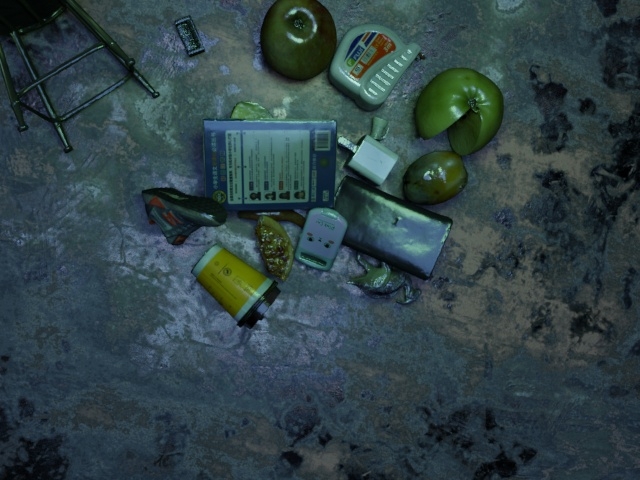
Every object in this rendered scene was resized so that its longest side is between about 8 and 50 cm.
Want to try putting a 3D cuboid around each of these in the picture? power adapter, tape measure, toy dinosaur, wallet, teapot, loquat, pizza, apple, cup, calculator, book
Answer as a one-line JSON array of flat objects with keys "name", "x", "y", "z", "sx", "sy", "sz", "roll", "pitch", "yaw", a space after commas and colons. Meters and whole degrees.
[{"name": "power adapter", "x": 0.139, "y": -0.287, "z": 1.912, "sx": 0.204, "sy": 0.130, "sz": 0.125, "roll": 32, "pitch": 89, "yaw": -7}, {"name": "tape measure", "x": 0.174, "y": -0.587, "z": 1.902, "sx": 0.265, "sy": 0.130, "sz": 0.258, "roll": 36, "pitch": 86, "yaw": -3}, {"name": "toy dinosaur", "x": 0.230, "y": 0.129, "z": 1.975, "sx": 0.294, "sy": 0.077, "sz": 0.162, "roll": 13, "pitch": 85, "yaw": -10}, {"name": "wallet", "x": 0.220, "y": -0.045, "z": 1.921, "sx": 0.405, "sy": 0.062, "sz": 0.229, "roll": 24, "pitch": 91, "yaw": 8}, {"name": "teapot", "x": 0.200, "y": -0.379, "z": 1.953, "sx": 0.067, "sy": 0.057, "sz": 0.083, "roll": 19, "pitch": 98, "yaw": -5}, {"name": "loquat", "x": 0.386, "y": -0.208, "z": 1.925, "sx": 0.227, "sy": 0.179, "sz": 0.179, "roll": -26, "pitch": 97, "yaw": 8}, {"name": "pizza", "x": -0.152, "y": 0.029, "z": 1.907, "sx": 0.127, "sy": 0.058, "sz": 0.247, "roll": -9, "pitch": 107, "yaw": -13}, {"name": "apple", "x": 0.461, "y": -0.425, "z": 1.884, "sx": 0.291, "sy": 0.254, "sz": 0.292, "roll": 0, "pitch": 89, "yaw": -10}, {"name": "cup", "x": -0.278, "y": 0.147, "z": 1.865, "sx": 0.279, "sy": 0.196, "sz": 0.196, "roll": 40, "pitch": 88, "yaw": 1}, {"name": "calculator", "x": 0.000, "y": 0.000, "z": 1.906, "sx": 0.141, "sy": 0.045, "sz": 0.246, "roll": 23, "pitch": 120, "yaw": 2}, {"name": "book", "x": -0.160, "y": -0.240, "z": 1.827, "sx": 0.427, "sy": 0.039, "sz": 0.300, "roll": -1, "pitch": 109, "yaw": -10}, {"name": "apple", "x": -0.067, "y": -0.649, "z": 1.812, "sx": 0.256, "sy": 0.234, "sz": 0.257, "roll": 0, "pitch": 91, "yaw": -10}]

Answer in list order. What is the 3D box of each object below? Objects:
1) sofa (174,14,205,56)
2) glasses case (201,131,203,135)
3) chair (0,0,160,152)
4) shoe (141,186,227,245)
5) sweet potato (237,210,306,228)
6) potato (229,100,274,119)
[{"name": "sofa", "x": -0.428, "y": -0.668, "z": 1.859, "sx": 0.060, "sy": 0.039, "sz": 0.118, "roll": -23, "pitch": 96, "yaw": -5}, {"name": "glasses case", "x": -0.359, "y": -0.341, "z": 1.897, "sx": 0.083, "sy": 0.021, "sz": 0.032, "roll": 41, "pitch": 89, "yaw": -8}, {"name": "chair", "x": -0.771, "y": -0.551, "z": 1.672, "sx": 0.361, "sy": 0.364, "sz": 0.410, "roll": -33, "pitch": 93, "yaw": -4}, {"name": "shoe", "x": -0.439, "y": -0.057, "z": 1.798, "sx": 0.336, "sy": 0.132, "sz": 0.171, "roll": 17, "pitch": 111, "yaw": 31}, {"name": "sweet potato", "x": -0.150, "y": -0.085, "z": 1.925, "sx": 0.255, "sy": 0.058, "sz": 0.078, "roll": 10, "pitch": 108, "yaw": -10}, {"name": "potato", "x": -0.239, "y": -0.320, "z": 1.864, "sx": 0.160, "sy": 0.111, "sz": 0.272, "roll": 9, "pitch": 106, "yaw": -15}]
